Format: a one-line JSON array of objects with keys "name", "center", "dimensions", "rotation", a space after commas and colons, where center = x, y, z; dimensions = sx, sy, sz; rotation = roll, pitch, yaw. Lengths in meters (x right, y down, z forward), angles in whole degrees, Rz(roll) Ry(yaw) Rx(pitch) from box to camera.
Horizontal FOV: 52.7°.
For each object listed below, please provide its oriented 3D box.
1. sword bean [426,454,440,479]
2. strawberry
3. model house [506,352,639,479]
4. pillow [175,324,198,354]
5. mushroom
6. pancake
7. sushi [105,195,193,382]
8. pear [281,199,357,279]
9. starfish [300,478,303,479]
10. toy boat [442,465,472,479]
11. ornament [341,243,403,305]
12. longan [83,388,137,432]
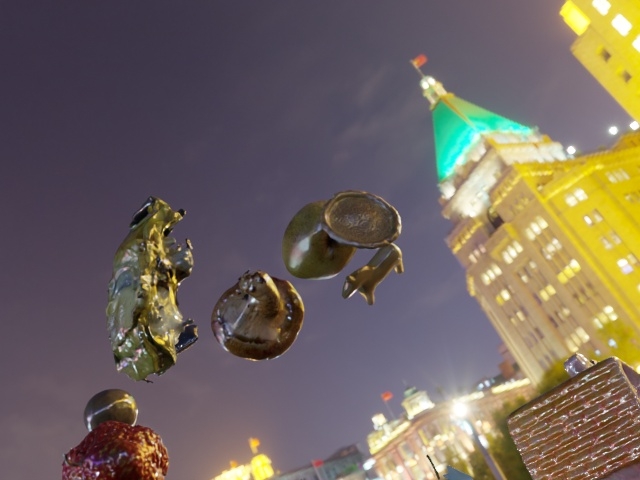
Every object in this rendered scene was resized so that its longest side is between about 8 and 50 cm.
[{"name": "sword bean", "center": [0.303, 0.607, 1.730], "dimensions": [0.012, 0.083, 0.012], "rotation": [-26, 13, 6]}, {"name": "strawberry", "center": [-0.522, 0.566, 1.606], "dimensions": [0.292, 0.292, 0.343], "rotation": [-19, -32, -17]}, {"name": "model house", "center": [0.414, 0.256, 0.856], "dimensions": [0.237, 0.237, 0.202], "rotation": [-31, -14, -47]}, {"name": "pillow", "center": [-0.458, 0.327, 1.942], "dimensions": [0.208, 0.141, 0.055], "rotation": [-33, -71, -4]}, {"name": "mushroom", "center": [-0.178, 0.220, 1.857], "dimensions": [0.267, 0.267, 0.254], "rotation": [-29, -2, 0]}, {"name": "pancake", "center": [0.095, -0.051, 1.524], "dimensions": [0.199, 0.199, 0.021], "rotation": [-15, -35, -24]}, {"name": "sushi", "center": [-0.247, 0.064, 0.975], "dimensions": [0.131, 0.290, 0.139], "rotation": [25, -43, -30]}, {"name": "pear", "center": [0.000, 0.000, 1.710], "dimensions": [0.228, 0.188, 0.211], "rotation": [-58, 8, -12]}, {"name": "starfish", "center": [0.036, 0.554, 1.134], "dimensions": [0.084, 0.301, 0.293], "rotation": [-40, -62, -19]}, {"name": "toy boat", "center": [0.227, 0.553, 1.266], "dimensions": [0.067, 0.221, 0.291], "rotation": [-28, -37, -46]}, {"name": "ornament", "center": [0.149, 0.102, 1.883], "dimensions": [0.230, 0.061, 0.245], "rotation": [-47, -26, -13]}, {"name": "longan", "center": [-0.689, 0.566, 2.118], "dimensions": [0.168, 0.167, 0.187], "rotation": [-28, -9, -1]}]
